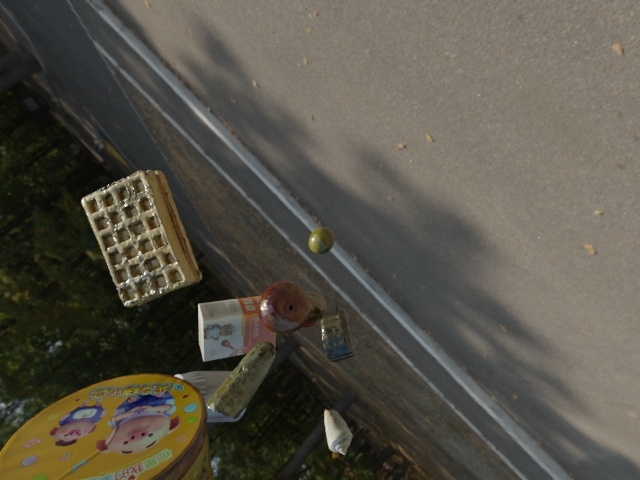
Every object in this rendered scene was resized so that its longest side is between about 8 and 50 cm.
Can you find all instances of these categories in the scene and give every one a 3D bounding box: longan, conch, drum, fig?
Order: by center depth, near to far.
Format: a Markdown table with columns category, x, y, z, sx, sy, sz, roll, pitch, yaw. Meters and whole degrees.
| category | x | y | z | sx | sy | sz | roll | pitch | yaw |
| --- | --- | --- | --- | --- | --- | --- | --- | --- | --- |
| drum | -0.459 | 0.506 | 0.909 | 0.431 | 0.431 | 0.214 | 24 | 121 | 54 |
| longan | 0.000 | 0.000 | 1.086 | 0.075 | 0.075 | 0.083 | 51 | 154 | -16 |
| fig | -0.136 | 0.243 | 1.487 | 0.205 | 0.205 | 0.205 | 42 | 164 | 15 |
| conch | 0.065 | 0.747 | 1.586 | 0.176 | 0.104 | 0.094 | -130 | 25 | -56 |

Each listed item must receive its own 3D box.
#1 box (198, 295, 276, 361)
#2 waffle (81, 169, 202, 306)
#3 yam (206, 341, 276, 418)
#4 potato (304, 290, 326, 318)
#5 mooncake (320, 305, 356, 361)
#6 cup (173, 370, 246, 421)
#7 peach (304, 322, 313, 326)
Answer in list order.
| category | x | y | z | sx | sy | sz | roll | pitch | yaw |
| --- | --- | --- | --- | --- | --- | --- | --- | --- | --- |
| box | -0.369 | 0.389 | 1.840 | 0.143 | 0.341 | 0.225 | -135 | 46 | -55 |
| waffle | -0.541 | -0.004 | 1.255 | 0.114 | 0.261 | 0.376 | -27 | -85 | -78 |
| yam | -0.287 | 0.530 | 1.565 | 0.133 | 0.330 | 0.133 | 25 | 145 | 19 |
| potato | -0.079 | 0.312 | 1.856 | 0.195 | 0.176 | 0.369 | 25 | 177 | 7 |
| mooncake | 0.078 | 0.396 | 1.730 | 0.228 | 0.124 | 0.228 | -13 | -90 | -79 |
| cup | -0.568 | 0.790 | 2.057 | 0.371 | 0.253 | 0.253 | 19 | -173 | -43 |
| peach | -0.083 | 0.404 | 2.350 | 0.190 | 0.192 | 0.190 | 21 | 118 | 47 |
